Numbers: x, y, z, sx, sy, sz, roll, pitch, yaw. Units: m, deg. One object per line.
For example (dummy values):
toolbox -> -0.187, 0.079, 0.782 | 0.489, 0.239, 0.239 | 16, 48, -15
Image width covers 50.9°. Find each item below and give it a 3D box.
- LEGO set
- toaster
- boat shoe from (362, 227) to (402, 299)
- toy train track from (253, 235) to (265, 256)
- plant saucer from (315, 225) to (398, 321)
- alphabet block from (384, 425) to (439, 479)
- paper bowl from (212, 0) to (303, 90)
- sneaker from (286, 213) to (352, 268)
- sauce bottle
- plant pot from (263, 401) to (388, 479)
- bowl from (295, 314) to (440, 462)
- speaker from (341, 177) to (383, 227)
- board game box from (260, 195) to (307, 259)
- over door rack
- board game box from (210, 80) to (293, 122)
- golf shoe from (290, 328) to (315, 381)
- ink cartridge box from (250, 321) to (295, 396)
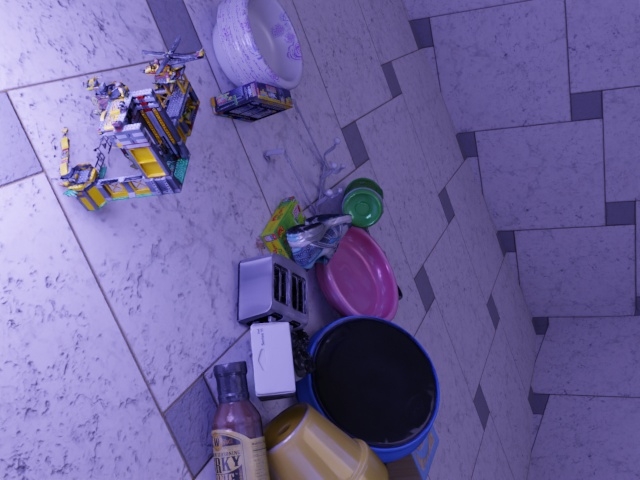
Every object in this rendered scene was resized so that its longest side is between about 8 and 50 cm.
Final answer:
LEGO set -> -0.355, -0.227, 1.205 | 0.192, 0.254, 0.331 | 67, 31, -50
toaster -> -0.115, 0.126, 1.619 | 0.168, 0.110, 0.186 | 35, 47, -52
boat shoe -> 0.184, 0.064, 2.212 | 0.116, 0.099, 0.320 | -33, 105, -61
toy train track -> -0.147, 0.029, 1.712 | 0.048, 0.014, 0.083 | -14, 89, -62
plant saucer -> 0.099, 0.109, 1.991 | 0.332, 0.084, 0.332 | 31, 44, -35
alphabet block -> 0.193, 0.552, 1.879 | 0.192, 0.197, 0.193 | -43, 114, -59
paper bowl -> -0.176, -0.518, 1.791 | 0.284, 0.148, 0.284 | 36, 46, -49
sneaker -> 0.000, 0.000, 1.834 | 0.283, 0.110, 0.122 | -26, 111, -55
sauce bottle -> -0.167, 0.423, 1.377 | 0.111, 0.111, 0.344 | 15, 62, -59
plant pot -> -0.016, 0.502, 1.493 | 0.239, 0.254, 0.254 | 53, 32, -9
bowl -> 0.129, 0.370, 1.733 | 0.391, 0.077, 0.391 | 11, 54, -15
speaker -> 0.133, -0.122, 2.100 | 0.296, 0.131, 0.131 | -74, 143, -77
board game box -> -0.094, -0.032, 1.809 | 0.092, 0.043, 0.181 | 60, 31, -25
over door rack -> -0.019, -0.237, 1.983 | 0.324, 0.108, 0.240 | 49, 36, -39
board game box -> -0.174, -0.353, 1.720 | 0.170, 0.141, 0.048 | -5, 81, -63
golf shoe -> -0.075, 0.275, 1.670 | 0.077, 0.094, 0.198 | 37, 18, -23
ink cartridge box -> -0.104, 0.271, 1.487 | 0.208, 0.086, 0.153 | 101, -17, -75
